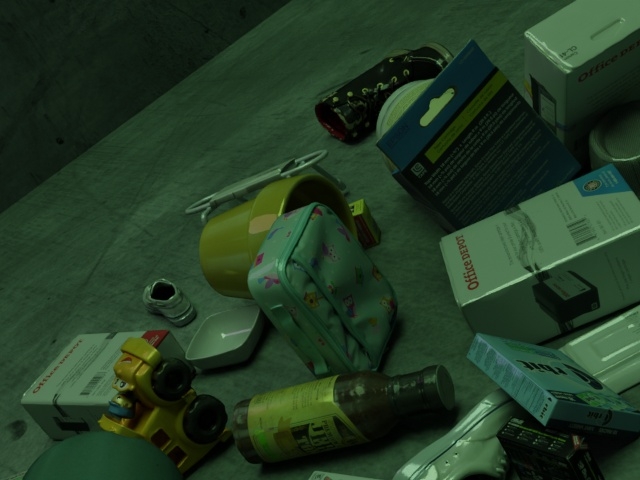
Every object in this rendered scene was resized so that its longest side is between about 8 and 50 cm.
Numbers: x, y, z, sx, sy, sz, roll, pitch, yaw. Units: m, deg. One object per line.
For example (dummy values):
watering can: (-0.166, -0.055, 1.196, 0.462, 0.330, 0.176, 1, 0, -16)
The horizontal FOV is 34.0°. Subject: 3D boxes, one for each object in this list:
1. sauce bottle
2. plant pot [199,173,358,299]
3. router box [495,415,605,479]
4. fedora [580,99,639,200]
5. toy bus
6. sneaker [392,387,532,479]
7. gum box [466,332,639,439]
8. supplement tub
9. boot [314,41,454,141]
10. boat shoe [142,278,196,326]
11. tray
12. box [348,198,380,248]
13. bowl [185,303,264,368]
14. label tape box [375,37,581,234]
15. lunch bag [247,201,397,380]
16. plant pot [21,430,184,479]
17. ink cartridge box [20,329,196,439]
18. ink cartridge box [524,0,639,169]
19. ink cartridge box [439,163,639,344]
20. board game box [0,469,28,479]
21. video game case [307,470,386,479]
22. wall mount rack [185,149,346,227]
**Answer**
sauce bottle: (0.032, 0.257, 1.581, 0.344, 0.111, 0.111, -18, 27, 25)
plant pot: (-0.092, 0.013, 1.992, 0.239, 0.254, 0.254, -8, 32, 34)
router box: (0.288, 0.275, 1.304, 0.038, 0.092, 0.122, -42, 29, -25)
fedora: (0.545, -0.157, 1.806, 0.243, 0.124, 0.275, -14, 29, 27)
toy bus: (-0.288, 0.299, 1.724, 0.211, 0.220, 0.149, -45, 26, -19)
sneaker: (0.215, 0.286, 1.391, 0.258, 0.094, 0.091, -35, 55, -21)
gum box: (0.305, 0.189, 1.368, 0.184, 0.157, 0.041, 44, 115, 57)
supplement tub: (0.254, -0.185, 2.029, 0.235, 0.235, 0.325, -31, 25, -5)
boot: (0.163, -0.361, 2.567, 0.284, 0.138, 0.377, -34, 22, -13)
boat shoe: (-0.335, 0.116, 2.266, 0.083, 0.076, 0.226, -39, 27, -20)
tray: (0.460, 0.130, 1.472, 0.270, 0.030, 0.145, -28, 24, 2)
box: (0.000, 0.000, 2.126, 0.232, 0.087, 0.058, -20, 29, 16)
bowl: (-0.173, 0.191, 1.986, 0.142, 0.053, 0.142, -15, 28, 27)
label tape box: (0.255, -0.153, 1.792, 0.241, 0.333, 0.106, -48, 27, -2)
lunch bag: (0.012, 0.096, 1.717, 0.107, 0.279, 0.224, -23, 27, 34)
plant pot: (-0.299, 0.434, 1.376, 0.341, 0.341, 0.334, -28, 18, 2)
ink cartridge box: (-0.405, 0.277, 1.993, 0.272, 0.114, 0.197, -5, 35, 39)
ink cartridge box: (0.488, -0.288, 1.884, 0.226, 0.306, 0.131, -32, 56, -11)
ink cartridge box: (0.362, 0.032, 1.637, 0.307, 0.129, 0.223, -24, 26, 10)
board game box: (-0.495, 0.502, 1.690, 0.224, 0.098, 0.303, -21, 28, 14)
video game case: (0.007, 0.391, 1.465, 0.143, 0.019, 0.157, -4, 35, 42)
wall mount rack: (-0.102, -0.091, 2.253, 0.350, 0.131, 0.304, -20, 12, 24)
